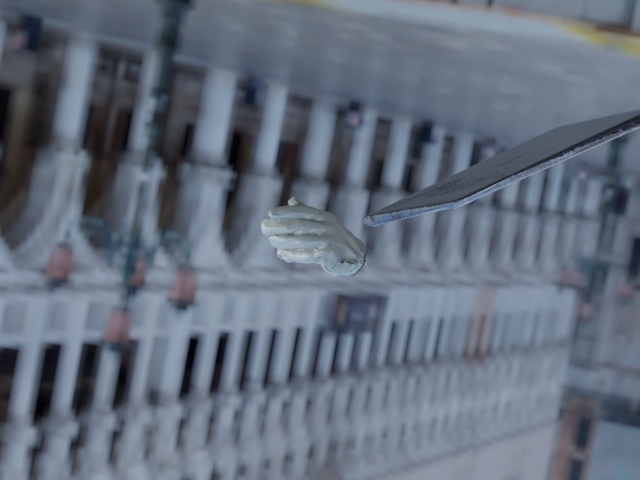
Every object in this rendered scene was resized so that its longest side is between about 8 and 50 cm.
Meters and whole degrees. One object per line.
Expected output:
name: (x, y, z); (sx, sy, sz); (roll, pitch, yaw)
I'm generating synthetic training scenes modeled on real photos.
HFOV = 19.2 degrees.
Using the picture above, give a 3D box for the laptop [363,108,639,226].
laptop: (0.140, -0.052, 1.375); (0.197, 0.016, 0.135); (-25, -174, -27)

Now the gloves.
gloves: (0.001, -0.002, 1.184); (0.081, 0.037, 0.044); (14, -136, -23)
